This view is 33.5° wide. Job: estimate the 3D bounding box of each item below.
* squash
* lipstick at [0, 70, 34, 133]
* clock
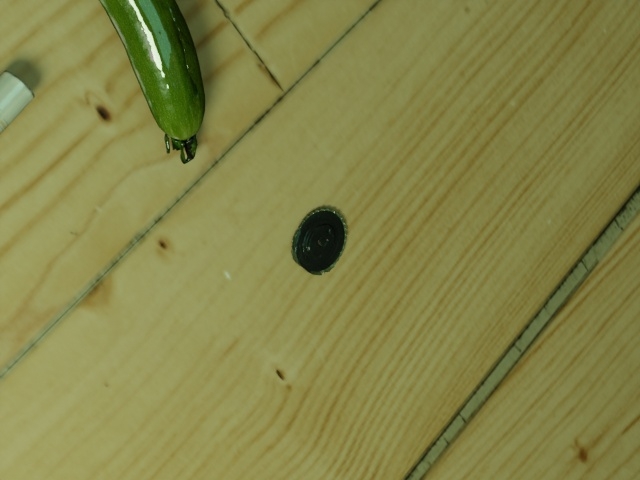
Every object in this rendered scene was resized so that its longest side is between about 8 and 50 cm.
[{"bbox_3d":[-0.184,-0.228,1.103,0.080,0.071,0.318,-37,114,-24],"label":"squash"},{"bbox_3d":[-0.340,-0.102,1.035,0.141,0.040,0.040,-51,120,-16],"label":"lipstick"},{"bbox_3d":[0.000,0.000,1.292,0.074,0.010,0.083,40,75,-30],"label":"clock"}]
